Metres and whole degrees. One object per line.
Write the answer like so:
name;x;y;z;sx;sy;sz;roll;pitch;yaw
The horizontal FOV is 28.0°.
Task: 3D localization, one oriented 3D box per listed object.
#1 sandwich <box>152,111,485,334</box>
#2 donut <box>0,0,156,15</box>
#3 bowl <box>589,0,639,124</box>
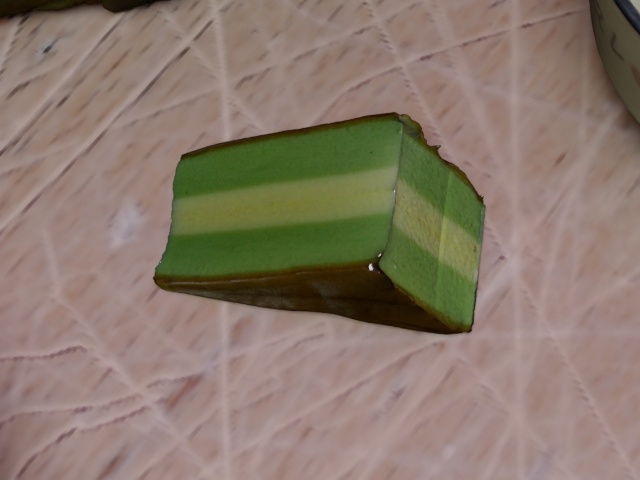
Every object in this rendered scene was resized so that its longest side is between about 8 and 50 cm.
sandwich;0.000;0.000;0.547;0.116;0.074;0.074;-6;63;34
donut;-0.096;-0.204;0.471;0.360;0.360;0.170;-13;82;-4
bowl;0.213;-0.106;0.523;0.237;0.126;0.238;-1;67;1
